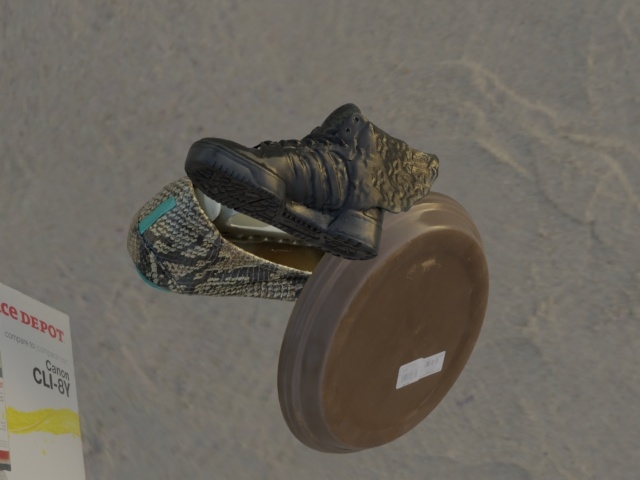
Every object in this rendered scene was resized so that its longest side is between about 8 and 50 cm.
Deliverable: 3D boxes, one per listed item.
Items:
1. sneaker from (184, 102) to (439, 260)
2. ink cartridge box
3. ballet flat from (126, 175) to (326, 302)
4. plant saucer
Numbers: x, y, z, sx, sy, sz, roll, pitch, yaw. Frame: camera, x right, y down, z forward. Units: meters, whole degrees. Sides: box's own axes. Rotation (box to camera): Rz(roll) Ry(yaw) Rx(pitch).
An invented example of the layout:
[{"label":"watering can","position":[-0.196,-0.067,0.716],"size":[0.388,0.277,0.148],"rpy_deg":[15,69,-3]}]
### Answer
[{"label":"sneaker","position":[-0.002,-0.047,0.754],"size":[0.170,0.051,0.089],"rpy_deg":[27,68,-32]},{"label":"ink cartridge box","position":[-0.408,0.245,1.445],"size":[0.160,0.279,0.385],"rpy_deg":[-18,66,14]},{"label":"ballet flat","position":[0.000,0.000,1.517],"size":[0.482,0.182,0.164],"rpy_deg":[8,52,-40]},{"label":"plant saucer","position":[0.073,0.087,1.190],"size":[0.278,0.041,0.278],"rpy_deg":[-27,131,-36]}]
